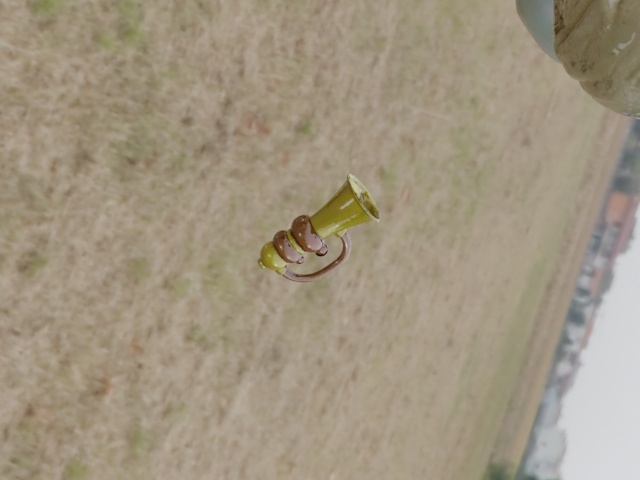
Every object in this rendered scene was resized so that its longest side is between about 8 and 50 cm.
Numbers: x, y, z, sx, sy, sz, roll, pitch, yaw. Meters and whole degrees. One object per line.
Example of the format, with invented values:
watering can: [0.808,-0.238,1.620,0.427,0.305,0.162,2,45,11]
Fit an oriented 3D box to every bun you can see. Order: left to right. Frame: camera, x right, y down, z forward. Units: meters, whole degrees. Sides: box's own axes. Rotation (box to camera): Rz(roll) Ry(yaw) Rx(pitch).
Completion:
bun: [0.221,-0.138,0.657,0.173,0.166,0.113,-11,146,-30]

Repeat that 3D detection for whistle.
whistle: [0.000,-0.005,0.842,0.109,0.046,0.057,-36,154,20]

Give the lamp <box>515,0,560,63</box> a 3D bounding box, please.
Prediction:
lamp: [0.355,-0.293,1.403,0.108,0.179,0.246,-49,128,6]
